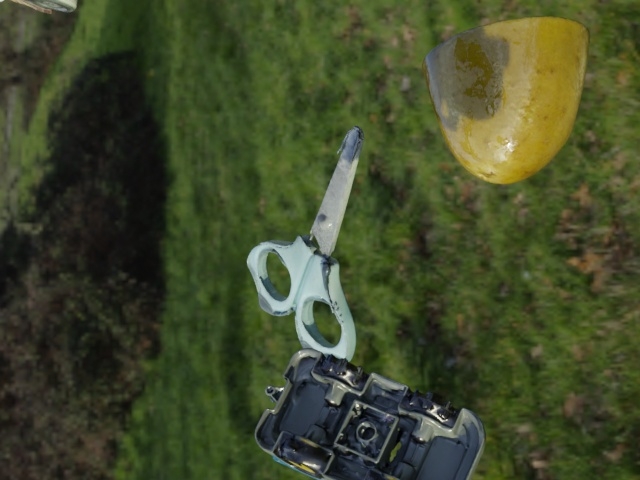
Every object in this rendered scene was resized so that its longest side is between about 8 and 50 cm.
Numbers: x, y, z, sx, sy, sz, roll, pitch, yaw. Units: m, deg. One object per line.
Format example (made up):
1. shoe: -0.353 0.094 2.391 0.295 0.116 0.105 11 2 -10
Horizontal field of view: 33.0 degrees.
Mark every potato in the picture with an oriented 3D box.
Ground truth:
1. potato: 0.207 -0.141 1.209 0.203 0.178 0.158 -10 75 41

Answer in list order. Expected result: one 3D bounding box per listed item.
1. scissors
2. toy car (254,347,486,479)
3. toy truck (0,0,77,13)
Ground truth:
1. scissors: -0.001 0.001 1.249 0.191 0.029 0.360 46 144 23
2. toy car: 0.044 0.169 0.909 0.191 0.100 0.097 19 71 25
3. toy truck: -0.234 -0.249 0.812 0.270 0.135 0.114 -178 101 -74
